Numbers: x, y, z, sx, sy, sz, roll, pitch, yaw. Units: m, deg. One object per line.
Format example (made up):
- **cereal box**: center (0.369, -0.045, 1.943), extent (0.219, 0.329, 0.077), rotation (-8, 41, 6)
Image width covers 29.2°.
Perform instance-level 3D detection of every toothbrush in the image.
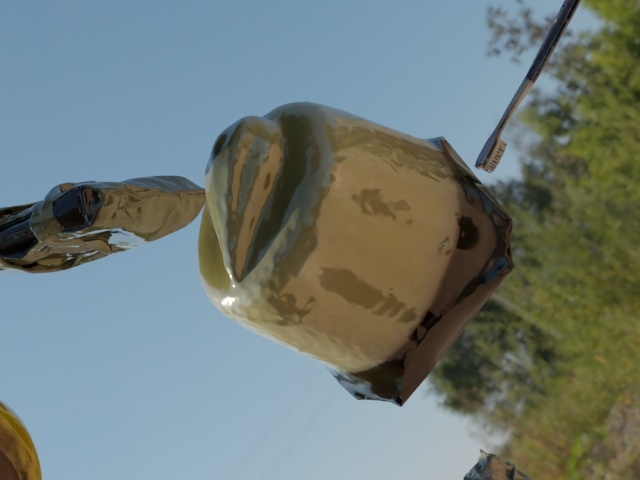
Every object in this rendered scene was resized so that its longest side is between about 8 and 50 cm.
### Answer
- **toothbrush**: center (0.262, -0.210, 1.473), extent (0.026, 0.024, 0.288), rotation (25, -86, -35)

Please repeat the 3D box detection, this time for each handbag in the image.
- **handbag**: center (-0.342, -0.020, 1.663), extent (0.253, 0.316, 0.109), rotation (-4, -101, -64)

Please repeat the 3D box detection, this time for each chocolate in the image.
- **chocolate**: center (0.000, 0.000, 1.466), extent (0.297, 0.326, 0.314), rotation (14, -59, -40)

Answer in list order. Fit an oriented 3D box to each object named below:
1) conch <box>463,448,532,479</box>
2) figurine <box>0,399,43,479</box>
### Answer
- **conch**: center (0.214, 0.340, 1.210), extent (0.159, 0.291, 0.210), rotation (-26, 17, -4)
- **figurine**: center (-0.347, 0.260, 1.053), extent (0.187, 0.215, 0.344), rotation (-24, 26, 8)
